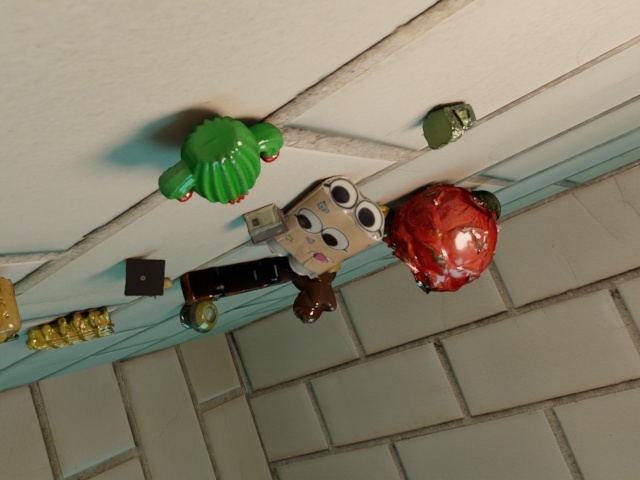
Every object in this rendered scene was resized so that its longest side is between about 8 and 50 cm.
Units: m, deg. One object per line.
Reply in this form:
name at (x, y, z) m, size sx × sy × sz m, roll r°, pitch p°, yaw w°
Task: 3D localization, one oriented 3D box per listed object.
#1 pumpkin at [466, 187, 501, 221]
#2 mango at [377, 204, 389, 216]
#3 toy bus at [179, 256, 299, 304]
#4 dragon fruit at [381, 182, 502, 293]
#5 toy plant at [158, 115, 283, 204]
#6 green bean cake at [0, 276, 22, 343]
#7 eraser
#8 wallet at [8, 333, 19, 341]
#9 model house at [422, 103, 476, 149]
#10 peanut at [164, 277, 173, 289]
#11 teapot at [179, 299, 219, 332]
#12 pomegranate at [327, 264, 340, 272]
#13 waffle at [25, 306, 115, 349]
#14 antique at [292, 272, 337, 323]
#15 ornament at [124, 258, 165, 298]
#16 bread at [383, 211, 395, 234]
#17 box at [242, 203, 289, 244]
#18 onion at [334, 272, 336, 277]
pumpkin at (0.480, -0.093, 1.776) m, size 0.190 × 0.146 × 0.190 m, roll -21°, pitch 172°, yaw -3°
mango at (0.124, -0.052, 1.552) m, size 0.101 × 0.066 × 0.187 m, roll -4°, pitch 158°, yaw -32°
toy bus at (-0.238, 0.116, 1.674) m, size 0.409 × 0.093 × 0.092 m, roll -8°, pitch 167°, yaw -47°
dragon fruit at (0.333, -0.006, 1.534) m, size 0.296 × 0.295 × 0.301 m, roll -6°, pitch 144°, yaw -54°
toy plant at (-0.117, -0.102, 0.740) m, size 0.155 × 0.088 × 0.240 m, roll -38°, pitch 172°, yaw 16°
green bean cake at (-0.647, 0.147, 0.910) m, size 0.230 × 0.131 × 0.224 m, roll -28°, pitch 166°, yaw 34°
eraser at (0.002, -0.022, 1.231) m, size 0.290 × 0.171 × 0.087 m, roll -33°, pitch -163°, yaw 53°
wallet at (-0.848, 0.249, 1.330) m, size 0.195 × 0.042 × 0.161 m, roll -17°, pitch 170°, yaw -15°
model house at (0.231, -0.198, 0.949) m, size 0.083 × 0.066 × 0.079 m, roll -17°, pitch 172°, yaw -23°
peanut at (-0.421, 0.118, 1.482) m, size 0.037 × 0.037 × 0.083 m, roll -23°, pitch 168°, yaw 17°
teapot at (-0.443, 0.268, 2.065) m, size 0.119 × 0.130 × 0.165 m, roll -9°, pitch -150°, yaw 33°
pomegranate at (0.033, -0.009, 1.406) m, size 0.143 × 0.122 × 0.169 m, roll -8°, pitch 140°, yaw -12°
waffle at (-0.709, 0.263, 1.628) m, size 0.283 × 0.065 × 0.309 m, roll -23°, pitch 171°, yaw 22°
antique at (-0.036, 0.152, 1.830) m, size 0.143 × 0.256 × 0.121 m, roll -21°, pitch 153°, yaw 30°
ornament at (-0.400, 0.089, 1.259) m, size 0.081 × 0.088 × 0.203 m, roll 4°, pitch 175°, yaw -18°
bread at (0.173, -0.040, 1.726) m, size 0.193 × 0.064 × 0.193 m, roll -18°, pitch 176°, yaw -1°
box at (-0.118, -0.038, 1.173) m, size 0.085 × 0.060 × 0.063 m, roll -19°, pitch 162°, yaw 0°
onion at (0.000, 0.112, 2.072) m, size 0.117 × 0.118 × 0.119 m, roll -9°, pitch 180°, yaw 43°
